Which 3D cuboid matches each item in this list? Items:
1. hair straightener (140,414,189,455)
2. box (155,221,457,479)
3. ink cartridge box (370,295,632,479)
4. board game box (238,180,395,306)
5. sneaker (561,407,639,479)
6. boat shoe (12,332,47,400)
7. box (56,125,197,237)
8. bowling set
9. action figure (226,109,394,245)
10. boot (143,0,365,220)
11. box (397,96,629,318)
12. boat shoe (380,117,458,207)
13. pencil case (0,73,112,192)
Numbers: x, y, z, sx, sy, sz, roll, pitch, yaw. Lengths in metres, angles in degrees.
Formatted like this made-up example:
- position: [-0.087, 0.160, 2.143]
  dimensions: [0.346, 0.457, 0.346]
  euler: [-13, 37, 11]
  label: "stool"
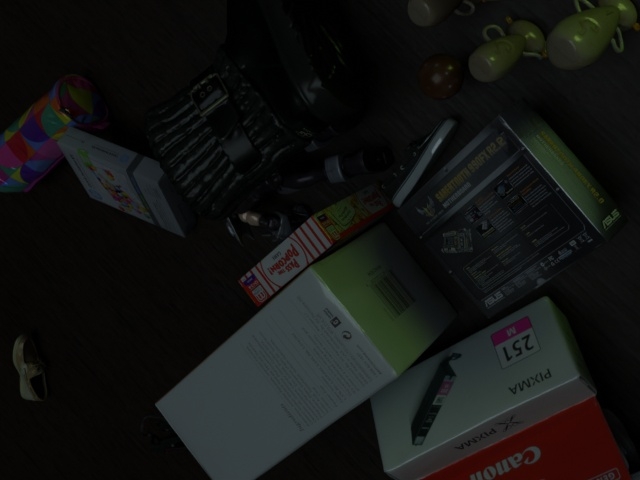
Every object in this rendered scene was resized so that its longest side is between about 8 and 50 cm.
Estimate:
- position: [-0.212, 0.302, 1.451]
  dimensions: [0.230, 0.047, 0.089]
  euler: [-13, 100, 35]
  label: "hair straightener"
- position: [-0.021, 0.160, 1.194]
  dimensions: [0.345, 0.215, 0.168]
  euler: [-42, 84, 31]
  label: "box"
- position: [0.200, 0.230, 1.069]
  dimensions: [0.275, 0.239, 0.060]
  euler: [-32, 130, 20]
  label: "ink cartridge box"
- position: [0.000, 0.000, 1.142]
  dimensions: [0.147, 0.193, 0.045]
  euler: [-40, 85, 33]
  label: "board game box"
- position: [0.263, 0.285, 1.136]
  dimensions: [0.366, 0.137, 0.210]
  euler: [32, 106, 29]
  label: "sneaker"
- position: [-0.512, 0.228, 1.583]
  dimensions: [0.045, 0.050, 0.135]
  euler: [11, 121, 21]
  label: "boat shoe"
- position: [-0.284, -0.086, 1.313]
  dimensions: [0.186, 0.038, 0.145]
  euler: [23, 155, 21]
  label: "box"
- position: [0.186, -0.266, 1.006]
  dimensions: [0.287, 0.154, 0.200]
  euler: [48, 140, 5]
  label: "bowling set"
- position: [-0.052, -0.093, 1.202]
  dimensions: [0.285, 0.099, 0.185]
  euler: [-16, 105, 36]
  label: "action figure"
- position: [-0.113, -0.226, 1.107]
  dimensions: [0.260, 0.131, 0.348]
  euler: [-33, 62, 31]
  label: "boot"
- position: [0.218, -0.030, 1.052]
  dimensions: [0.183, 0.056, 0.231]
  euler: [50, 143, 6]
  label: "box"
- position: [0.122, -0.103, 1.128]
  dimensions: [0.040, 0.049, 0.142]
  euler: [41, 123, 12]
  label: "boat shoe"
- position: [-0.430, -0.160, 1.379]
  dimensions: [0.236, 0.104, 0.104]
  euler: [-30, 91, 34]
  label: "pencil case"
